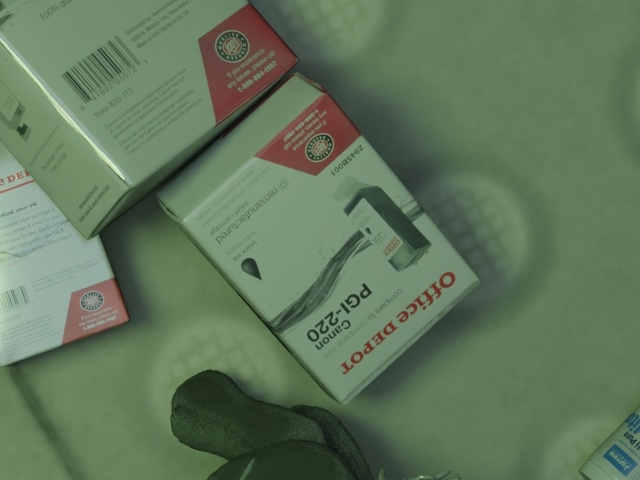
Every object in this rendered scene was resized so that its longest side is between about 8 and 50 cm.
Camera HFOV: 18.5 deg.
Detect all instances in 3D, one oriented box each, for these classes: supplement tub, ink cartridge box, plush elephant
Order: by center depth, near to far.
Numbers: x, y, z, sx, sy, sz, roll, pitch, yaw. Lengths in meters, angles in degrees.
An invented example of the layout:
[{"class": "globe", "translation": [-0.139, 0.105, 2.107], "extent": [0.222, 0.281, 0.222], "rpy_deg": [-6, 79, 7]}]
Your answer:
[{"class": "plush elephant", "translation": [-0.008, 0.281, 1.548], "extent": [0.330, 0.272, 0.255], "rpy_deg": [1, 128, 28]}, {"class": "ink cartridge box", "translation": [-0.191, -0.178, 1.567], "extent": [0.283, 0.117, 0.207], "rpy_deg": [49, 57, 1]}, {"class": "ink cartridge box", "translation": [0.000, 0.000, 1.583], "extent": [0.158, 0.092, 0.218], "rpy_deg": [-42, 114, -3]}, {"class": "ink cartridge box", "translation": [-0.243, -0.007, 1.618], "extent": [0.115, 0.067, 0.198], "rpy_deg": [-19, 90, -5]}, {"class": "supplement tub", "translation": [0.276, 0.177, 1.636], "extent": [0.071, 0.071, 0.107], "rpy_deg": [45, 85, 0]}]
